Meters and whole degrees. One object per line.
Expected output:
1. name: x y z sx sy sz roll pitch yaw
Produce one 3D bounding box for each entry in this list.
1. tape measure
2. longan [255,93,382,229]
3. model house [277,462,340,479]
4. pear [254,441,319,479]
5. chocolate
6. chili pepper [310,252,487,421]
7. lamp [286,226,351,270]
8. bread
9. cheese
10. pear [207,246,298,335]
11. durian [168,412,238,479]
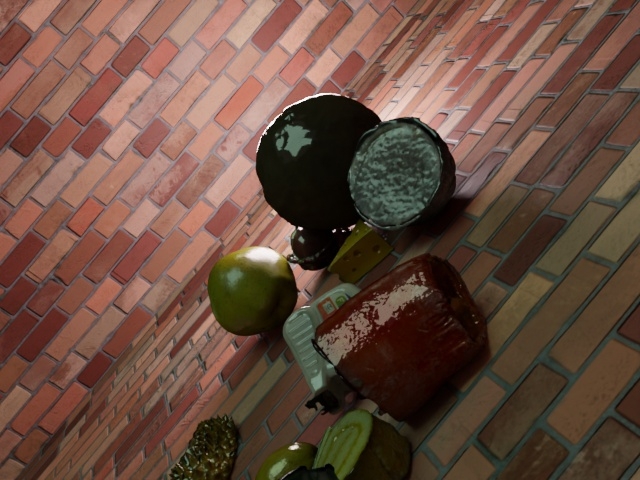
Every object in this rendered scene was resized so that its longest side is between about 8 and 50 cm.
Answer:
1. tape measure: 0.046 0.243 1.697 0.265 0.130 0.258 -34 38 0
2. longan: 0.029 -0.236 2.173 0.436 0.403 0.404 -10 8 -21
3. model house: -0.075 0.581 1.176 0.329 0.252 0.294 -44 59 24
4. pear: -0.056 0.498 1.501 0.162 0.149 0.149 -45 20 1
5. chocolate: 0.249 -0.166 1.944 0.303 0.213 0.303 -5 81 38
6. chili pepper: 0.171 0.189 1.445 0.305 0.229 0.251 -41 52 11
7. lamp: -0.001 0.010 2.287 0.223 0.151 0.215 -5 31 -5
8. bread: 0.058 0.455 1.379 0.186 0.124 0.257 -27 30 60
9. cheese: 0.105 0.042 2.053 0.171 0.093 0.126 -50 20 2
10. pear: -0.217 0.156 2.270 0.294 0.294 0.294 -42 21 20
11. durian: -0.317 0.589 1.934 0.191 0.112 0.341 -33 23 43
